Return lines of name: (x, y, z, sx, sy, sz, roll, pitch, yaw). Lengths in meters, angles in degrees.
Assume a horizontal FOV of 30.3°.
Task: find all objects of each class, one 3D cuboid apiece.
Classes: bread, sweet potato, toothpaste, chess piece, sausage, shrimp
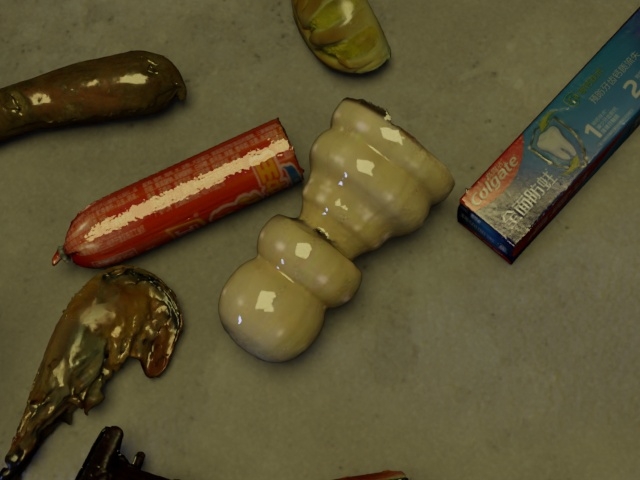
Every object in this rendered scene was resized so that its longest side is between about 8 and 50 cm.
bread: (0.016, -0.247, 1.257, 0.083, 0.094, 0.157, -24, 79, -7)
sweet potato: (-0.279, -0.147, 1.260, 0.273, 0.075, 0.075, -13, 71, 3)
toothpaste: (0.271, -0.119, 1.203, 0.076, 0.066, 0.320, 41, 80, 16)
chess piece: (0.000, 0.000, 1.161, 0.143, 0.143, 0.261, 37, 85, 15)
sausage: (-0.151, -0.039, 1.209, 0.274, 0.074, 0.074, -24, 71, -3)
shrimp: (-0.228, 0.144, 1.161, 0.117, 0.066, 0.262, 21, 76, 11)

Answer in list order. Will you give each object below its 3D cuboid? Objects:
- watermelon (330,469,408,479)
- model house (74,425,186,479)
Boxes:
watermelon: (0.040, 0.244, 1.108, 0.135, 0.125, 0.094, 16, 42, 29)
model house: (-0.174, 0.298, 1.083, 0.164, 0.141, 0.203, 24, 94, 0)
